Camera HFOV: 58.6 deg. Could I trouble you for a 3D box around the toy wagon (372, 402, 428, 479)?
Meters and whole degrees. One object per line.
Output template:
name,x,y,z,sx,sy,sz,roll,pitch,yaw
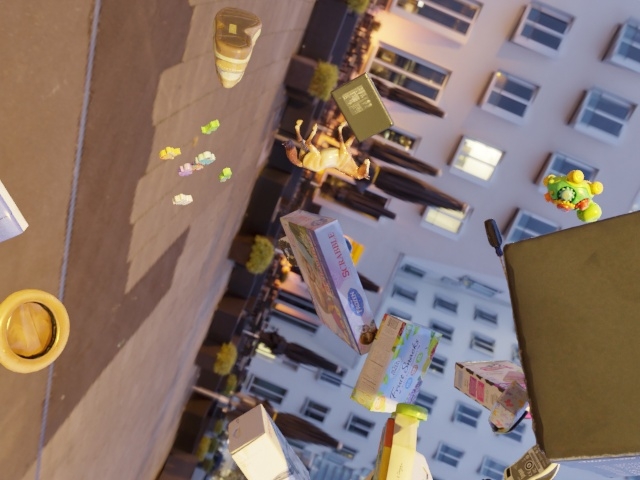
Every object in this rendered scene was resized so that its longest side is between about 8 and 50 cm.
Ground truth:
toy wagon,0.128,0.445,1.033,0.344,0.068,0.267,85,18,-67

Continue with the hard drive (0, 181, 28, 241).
hard drive,-0.564,-0.113,0.736,0.040,0.210,0.319,-109,178,-65

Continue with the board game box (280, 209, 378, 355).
board game box,0.018,0.090,1.417,0.319,0.065,0.318,69,-14,-12

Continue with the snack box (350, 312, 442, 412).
snack box,0.176,0.284,1.302,0.174,0.070,0.207,24,87,-48

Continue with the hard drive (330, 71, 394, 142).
hard drive,0.096,-0.300,1.296,0.094,0.135,0.022,-24,-156,21

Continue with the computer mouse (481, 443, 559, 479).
computer mouse,0.381,0.456,1.075,0.193,0.042,0.106,-44,-165,15

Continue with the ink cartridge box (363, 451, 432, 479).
ink cartridge box,0.232,0.829,1.845,0.273,0.114,0.197,-51,-163,14

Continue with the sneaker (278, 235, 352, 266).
sneaker,0.000,0.000,1.722,0.147,0.130,0.330,-36,-161,-24

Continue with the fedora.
fedora,-0.689,0.209,1.335,0.194,0.079,0.194,0,90,-52

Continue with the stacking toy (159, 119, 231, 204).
stacking toy,-0.351,-0.215,1.596,0.221,0.167,0.052,-25,166,29

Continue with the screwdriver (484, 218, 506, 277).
screwdriver,0.328,0.041,1.020,0.024,0.170,0.025,-25,-175,-30

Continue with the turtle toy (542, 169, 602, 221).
turtle toy,0.493,-0.083,1.107,0.066,0.130,0.095,-66,-166,-8

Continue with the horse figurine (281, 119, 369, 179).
horse figurine,0.015,-0.253,1.611,0.066,0.263,0.175,-115,-157,-56

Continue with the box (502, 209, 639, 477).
box,0.570,0.151,0.784,0.471,0.479,0.298,32,48,-51

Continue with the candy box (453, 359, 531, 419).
candy box,0.446,0.353,1.368,0.233,0.159,0.071,-166,-102,-73

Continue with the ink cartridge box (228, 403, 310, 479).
ink cartridge box,-0.095,0.439,1.116,0.082,0.191,0.139,-31,-168,-4

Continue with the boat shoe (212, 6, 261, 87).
boat shoe,-0.127,-0.277,0.818,0.190,0.068,0.072,-86,-169,-53

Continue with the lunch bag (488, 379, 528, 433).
lunch bag,0.348,0.312,1.046,0.071,0.053,0.083,-32,144,-35
